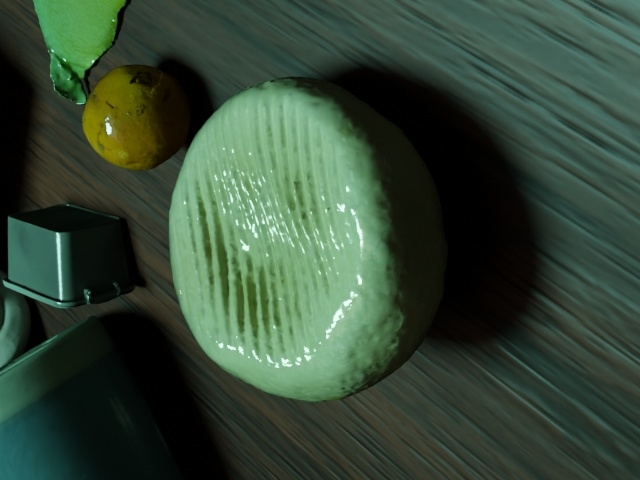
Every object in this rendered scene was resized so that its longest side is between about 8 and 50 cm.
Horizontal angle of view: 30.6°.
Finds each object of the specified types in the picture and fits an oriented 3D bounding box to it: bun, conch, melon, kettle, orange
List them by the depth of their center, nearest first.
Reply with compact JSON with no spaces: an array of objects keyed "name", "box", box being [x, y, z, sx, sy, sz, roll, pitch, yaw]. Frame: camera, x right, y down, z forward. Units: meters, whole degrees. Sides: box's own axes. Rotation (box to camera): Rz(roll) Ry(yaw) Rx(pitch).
[{"name":"bun","box":[0.000,0.000,0.755,0.222,0.128,0.222,-8,79,47]},{"name":"orange","box":[-0.139,-0.093,0.890,0.083,0.083,0.083,26,128,39]},{"name":"melon","box":[-0.180,-0.214,0.917,0.114,0.053,0.261,31,137,12]},{"name":"kettle","box":[-0.228,0.273,1.108,0.342,0.247,0.319,59,174,-5]},{"name":"conch","box":[-0.399,0.122,1.266,0.158,0.127,0.255,35,135,12]}]

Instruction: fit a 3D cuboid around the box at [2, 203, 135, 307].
[{"name":"box","box":[-0.228,0.011,1.054,0.122,0.084,0.069,14,110,45]}]
